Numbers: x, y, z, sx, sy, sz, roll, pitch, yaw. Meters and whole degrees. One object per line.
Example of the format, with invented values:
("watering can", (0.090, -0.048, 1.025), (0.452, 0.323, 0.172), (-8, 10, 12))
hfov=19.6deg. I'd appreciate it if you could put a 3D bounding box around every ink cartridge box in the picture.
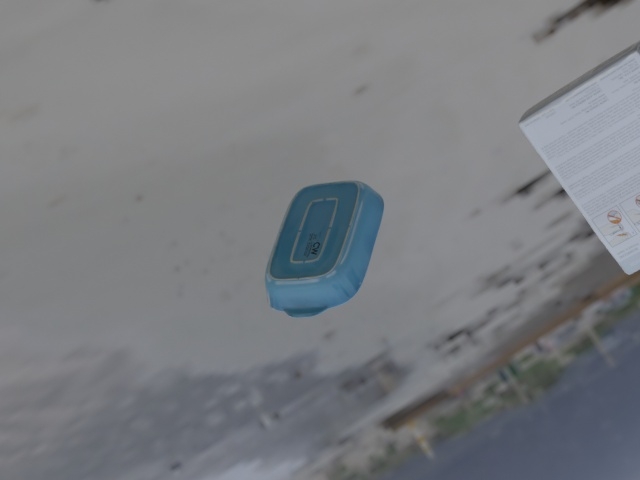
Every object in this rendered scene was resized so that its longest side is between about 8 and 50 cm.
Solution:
("ink cartridge box", (0.288, -0.076, 1.684), (0.145, 0.179, 0.045), (-32, -170, 37))

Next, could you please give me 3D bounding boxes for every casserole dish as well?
("casserole dish", (0.000, 0.000, 1.967), (0.114, 0.037, 0.188), (-6, -134, 27))
